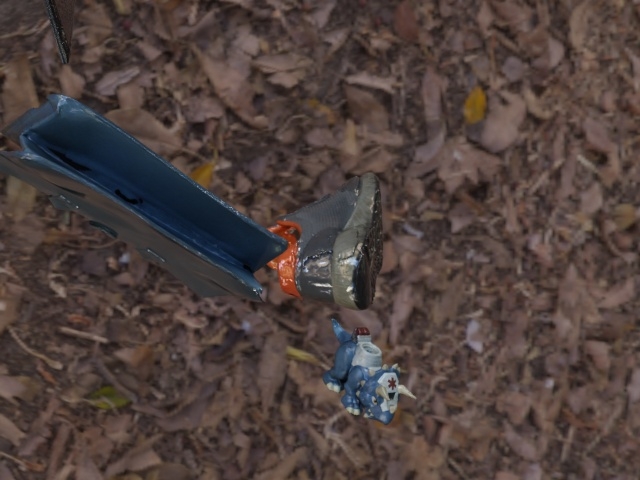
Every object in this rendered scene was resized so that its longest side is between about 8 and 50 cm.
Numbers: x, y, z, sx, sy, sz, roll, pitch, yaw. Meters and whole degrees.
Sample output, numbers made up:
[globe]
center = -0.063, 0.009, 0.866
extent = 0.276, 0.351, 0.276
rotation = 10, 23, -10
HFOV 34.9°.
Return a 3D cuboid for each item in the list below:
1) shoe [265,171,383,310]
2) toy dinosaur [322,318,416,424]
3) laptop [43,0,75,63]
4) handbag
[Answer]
[shoe]
center = 0.000, 0.000, 1.470
extent = 0.336, 0.171, 0.132
rotation = -72, 159, -66
[toy dinosaur]
center = 0.030, 0.089, 0.695
extent = 0.030, 0.083, 0.047
rotation = 4, 120, -39
[laptop]
center = -0.290, -0.295, 1.119
extent = 0.016, 0.180, 0.129
rotation = -8, 134, -1
[handbag]
center = -0.145, -0.024, 0.798
extent = 0.221, 0.144, 0.057
rotation = 32, 70, -24
